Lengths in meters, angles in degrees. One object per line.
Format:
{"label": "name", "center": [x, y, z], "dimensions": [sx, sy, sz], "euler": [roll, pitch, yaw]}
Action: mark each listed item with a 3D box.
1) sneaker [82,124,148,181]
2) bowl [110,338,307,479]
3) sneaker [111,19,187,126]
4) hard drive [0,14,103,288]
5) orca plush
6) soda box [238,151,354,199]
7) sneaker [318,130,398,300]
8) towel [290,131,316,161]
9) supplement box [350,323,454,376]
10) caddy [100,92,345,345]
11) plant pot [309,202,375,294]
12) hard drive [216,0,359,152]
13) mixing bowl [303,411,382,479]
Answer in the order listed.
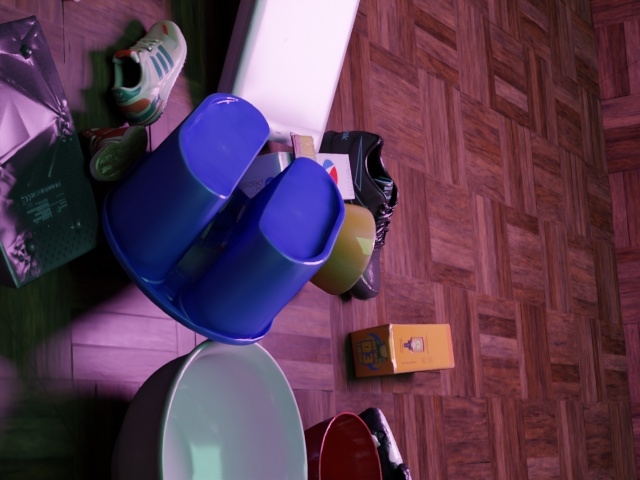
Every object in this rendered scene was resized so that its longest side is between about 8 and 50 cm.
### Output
{"label": "sneaker", "center": [-0.246, -0.096, 1.448], "dimensions": [0.118, 0.067, 0.042], "euler": [-52, 137, -59]}
{"label": "bowl", "center": [-0.143, 0.257, 1.472], "dimensions": [0.298, 0.134, 0.298], "euler": [24, 63, -57]}
{"label": "sneaker", "center": [-0.210, -0.217, 1.560], "dimensions": [0.075, 0.057, 0.161], "euler": [56, 39, -48]}
{"label": "hard drive", "center": [-0.316, -0.091, 1.331], "dimensions": [0.172, 0.054, 0.255], "euler": [-36, 115, -59]}
{"label": "orca plush", "center": [0.073, 0.398, 1.925], "dimensions": [0.151, 0.102, 0.287], "euler": [-141, -142, -61]}
{"label": "soda box", "center": [-0.033, -0.085, 1.836], "dimensions": [0.216, 0.073, 0.069], "euler": [-4, 86, -62]}
{"label": "sneaker", "center": [0.064, -0.038, 1.972], "dimensions": [0.101, 0.106, 0.268], "euler": [-31, 112, -62]}
{"label": "towel", "center": [-0.022, -0.106, 1.773], "dimensions": [0.060, 0.009, 0.083], "euler": [1, 81, -62]}
{"label": "supplement box", "center": [0.134, 0.174, 2.074], "dimensions": [0.233, 0.080, 0.078], "euler": [8, 74, -63]}
{"label": "caddy", "center": [-0.117, -0.019, 1.506], "dimensions": [0.241, 0.179, 0.341], "euler": [41, 24, -7]}
{"label": "plant pot", "center": [0.000, 0.000, 1.840], "dimensions": [0.095, 0.134, 0.134], "euler": [21, 61, -29]}
{"label": "hard drive", "center": [-0.036, -0.287, 1.774], "dimensions": [0.203, 0.040, 0.308], "euler": [10, 97, -51]}
{"label": "mixing bowl", "center": [0.002, 0.327, 1.758], "dimensions": [0.181, 0.098, 0.182], "euler": [26, 59, -57]}
